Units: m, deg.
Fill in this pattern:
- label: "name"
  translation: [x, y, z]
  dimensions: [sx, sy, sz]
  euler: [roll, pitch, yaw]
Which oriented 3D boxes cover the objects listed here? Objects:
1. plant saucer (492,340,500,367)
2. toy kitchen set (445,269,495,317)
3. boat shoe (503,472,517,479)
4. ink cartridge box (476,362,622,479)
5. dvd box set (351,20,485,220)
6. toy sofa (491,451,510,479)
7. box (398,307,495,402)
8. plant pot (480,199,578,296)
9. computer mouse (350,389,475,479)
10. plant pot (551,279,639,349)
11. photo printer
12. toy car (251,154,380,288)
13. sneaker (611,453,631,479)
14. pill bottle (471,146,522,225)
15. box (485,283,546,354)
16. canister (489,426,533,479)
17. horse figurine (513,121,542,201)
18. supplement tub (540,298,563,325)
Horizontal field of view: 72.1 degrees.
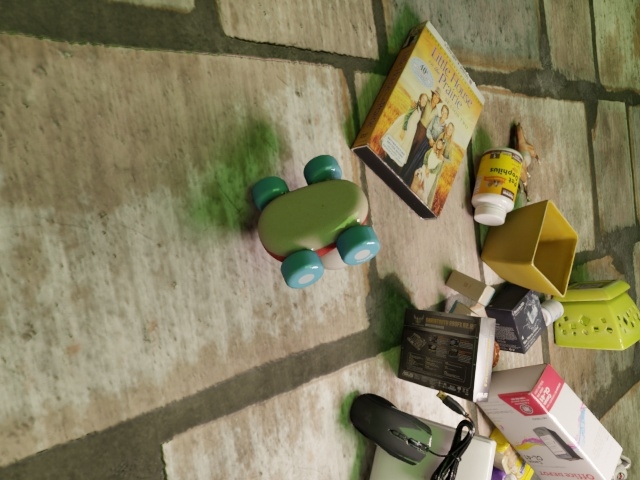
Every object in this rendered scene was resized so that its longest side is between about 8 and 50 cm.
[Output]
- label: "plant saucer"
  translation: [0.522, 0.349, 1.350]
  dimensions: [0.084, 0.013, 0.083]
  euler: [0, 89, -37]
- label: "toy kitchen set"
  translation: [0.412, 0.217, 1.230]
  dimensions: [0.166, 0.122, 0.207]
  euler: [27, 93, -34]
- label: "boat shoe"
  translation: [0.464, 0.635, 1.099]
  dimensions: [0.035, 0.035, 0.100]
  euler: [24, 82, -40]
- label: "ink cartridge box"
  translation: [0.626, 0.511, 1.231]
  dimensions: [0.131, 0.226, 0.306]
  euler: [-36, 85, -33]
- label: "dvd box set"
  translation: [0.275, -0.308, 1.149]
  dimensions: [0.308, 0.062, 0.420]
  euler: [39, 67, -30]
- label: "toy sofa"
  translation: [0.328, 0.672, 1.109]
  dimensions: [0.363, 0.150, 0.177]
  euler: [-38, 112, -31]
- label: "box"
  translation: [0.292, 0.261, 1.042]
  dimensions: [0.056, 0.231, 0.182]
  euler: [15, 79, -33]
- label: "plant pot"
  translation: [0.615, 0.027, 1.321]
  dimensions: [0.212, 0.187, 0.212]
  euler: [35, 69, -30]
- label: "computer mouse"
  translation: [0.202, 0.396, 0.958]
  dimensions: [0.184, 0.262, 0.060]
  euler: [-56, 160, -7]
- label: "plant pot"
  translation: [0.985, 0.257, 1.580]
  dimensions: [0.227, 0.228, 0.207]
  euler: [-11, 88, -37]
- label: "photo printer"
  translation: [0.235, 0.567, 0.988]
  dimensions: [0.107, 0.256, 0.307]
  euler: [52, 52, -69]
- label: "toy car"
  translation: [0.000, 0.000, 0.882]
  dimensions: [0.211, 0.219, 0.238]
  euler: [-23, 149, -2]
- label: "sneaker"
  translation: [1.065, 0.861, 1.670]
  dimensions: [0.331, 0.146, 0.122]
  euler: [-4, 93, -36]
- label: "pill bottle"
  translation: [0.515, -0.157, 1.293]
  dimensions: [0.117, 0.117, 0.214]
  euler: [27, 73, -34]
- label: "box"
  translation: [0.611, 0.241, 1.372]
  dimensions: [0.156, 0.093, 0.158]
  euler: [-32, 106, -33]
- label: "canister"
  translation: [0.589, 0.656, 1.357]
  dimensions: [0.126, 0.073, 0.169]
  euler: [-38, 109, -32]
- label: "horse figurine"
  translation: [0.656, -0.240, 1.436]
  dimensions: [0.174, 0.066, 0.263]
  euler: [49, 60, -32]
- label: "supplement tub"
  translation: [0.776, 0.249, 1.510]
  dimensions: [0.107, 0.071, 0.070]
  euler: [-15, 98, -35]
